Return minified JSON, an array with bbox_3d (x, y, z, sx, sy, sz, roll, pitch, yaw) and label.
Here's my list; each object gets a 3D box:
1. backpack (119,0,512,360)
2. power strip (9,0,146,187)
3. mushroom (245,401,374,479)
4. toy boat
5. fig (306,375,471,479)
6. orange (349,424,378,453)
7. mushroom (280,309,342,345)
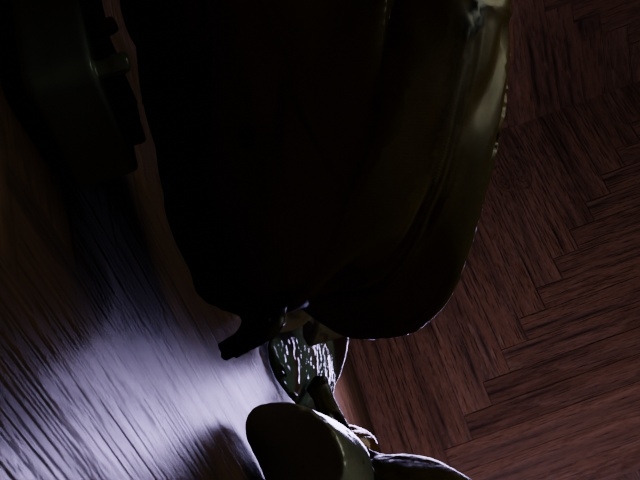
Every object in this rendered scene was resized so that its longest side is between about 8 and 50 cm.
[{"bbox_3d":[-0.010,-0.123,0.764,0.353,0.201,0.378,150,-64,-67],"label":"backpack"},{"bbox_3d":[-0.138,-0.117,0.746,0.145,0.061,0.216,75,-2,-51],"label":"power strip"},{"bbox_3d":[0.004,0.205,1.064,0.116,0.093,0.225,47,-5,29],"label":"mushroom"},{"bbox_3d":[-0.022,0.130,1.531,0.282,0.096,0.206,-62,145,-75],"label":"toy boat"},{"bbox_3d":[0.081,0.299,1.444,0.290,0.190,0.191,50,-12,40],"label":"fig"},{"bbox_3d":[0.032,0.266,1.600,0.086,0.086,0.062,-88,-179,-86],"label":"orange"},{"bbox_3d":[-0.028,-0.003,1.402,0.236,0.173,0.162,95,-24,-45],"label":"mushroom"}]
